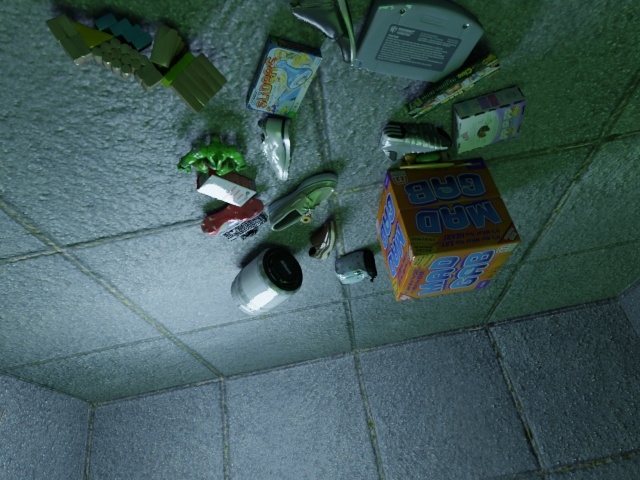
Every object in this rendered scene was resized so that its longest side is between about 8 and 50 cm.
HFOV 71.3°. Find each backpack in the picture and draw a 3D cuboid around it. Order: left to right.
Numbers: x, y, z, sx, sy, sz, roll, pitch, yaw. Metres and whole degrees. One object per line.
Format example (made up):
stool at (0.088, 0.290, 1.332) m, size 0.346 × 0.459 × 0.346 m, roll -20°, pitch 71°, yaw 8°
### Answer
backpack at (0.156, 0.123, 2.027) m, size 0.182 × 0.151 × 0.115 m, roll -19°, pitch 133°, yaw 19°

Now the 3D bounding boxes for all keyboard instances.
keyboard at (-0.282, -0.038, 1.693) m, size 0.192 × 0.038 × 0.100 m, roll -26°, pitch 147°, yaw 25°

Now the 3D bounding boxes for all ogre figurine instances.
ogre figurine at (-0.304, -0.240, 1.295) m, size 0.197 × 0.096 × 0.118 m, roll 15°, pitch 154°, yaw -19°

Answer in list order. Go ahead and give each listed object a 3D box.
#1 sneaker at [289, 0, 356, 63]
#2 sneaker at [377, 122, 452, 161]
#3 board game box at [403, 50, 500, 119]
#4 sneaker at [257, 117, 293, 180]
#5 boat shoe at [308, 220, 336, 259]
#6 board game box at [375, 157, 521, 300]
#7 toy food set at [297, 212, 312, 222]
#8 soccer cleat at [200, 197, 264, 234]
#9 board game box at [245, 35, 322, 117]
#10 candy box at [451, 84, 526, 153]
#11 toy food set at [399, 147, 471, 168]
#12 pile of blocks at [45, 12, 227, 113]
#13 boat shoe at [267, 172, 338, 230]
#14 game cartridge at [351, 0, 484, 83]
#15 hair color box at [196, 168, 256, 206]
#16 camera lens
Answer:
sneaker at (0.009, -0.492, 1.006) m, size 0.118 × 0.083 × 0.222 m, roll -12°, pitch 142°, yaw 12°
sneaker at (0.289, -0.301, 1.416) m, size 0.229 × 0.086 × 0.132 m, roll 7°, pitch 151°, yaw -11°
board game box at (0.362, -0.418, 1.227) m, size 0.260 × 0.030 × 0.136 m, roll -27°, pitch 177°, yaw 25°
sneaker at (-0.131, -0.271, 1.326) m, size 0.095 × 0.090 × 0.235 m, roll 3°, pitch 145°, yaw 0°
boat shoe at (0.001, 0.007, 1.811) m, size 0.095 × 0.095 × 0.257 m, roll 2°, pitch 148°, yaw -10°
board game box at (0.431, -0.033, 1.628) m, size 0.357 × 0.356 × 0.356 m, roll -8°, pitch 150°, yaw -6°
toy food set at (-0.070, -0.094, 1.686) m, size 0.083 × 0.020 × 0.083 m, roll 0°, pitch 148°, yaw -19°
soccer cleat at (-0.308, -0.086, 1.582) m, size 0.248 × 0.082 × 0.095 m, roll -24°, pitch 177°, yaw 11°
board game box at (-0.098, -0.409, 1.137) m, size 0.136 × 0.035 × 0.201 m, roll 4°, pitch 146°, yaw -25°
candy box at (0.511, -0.368, 1.376) m, size 0.197 × 0.070 × 0.164 m, roll -15°, pitch 150°, yaw 6°
toy food set at (0.373, -0.278, 1.486) m, size 0.218 × 0.071 × 0.128 m, roll -3°, pitch -174°, yaw -3°
pile of blocks at (-0.397, -0.408, 0.998) m, size 0.363 × 0.148 × 0.113 m, roll 18°, pitch -178°, yaw -26°
boat shoe at (-0.058, -0.128, 1.561) m, size 0.302 × 0.094 × 0.109 m, roll -30°, pitch 145°, yaw 28°
game cartridge at (0.239, -0.494, 1.094) m, size 0.295 × 0.060 × 0.196 m, roll 2°, pitch 151°, yaw -21°
hair color box at (-0.303, -0.176, 1.440) m, size 0.167 × 0.053 × 0.093 m, roll 21°, pitch 136°, yaw -40°
camera lens at (-0.225, 0.173, 1.885) m, size 0.220 × 0.219 × 0.274 m, roll 16°, pitch 140°, yaw -38°
